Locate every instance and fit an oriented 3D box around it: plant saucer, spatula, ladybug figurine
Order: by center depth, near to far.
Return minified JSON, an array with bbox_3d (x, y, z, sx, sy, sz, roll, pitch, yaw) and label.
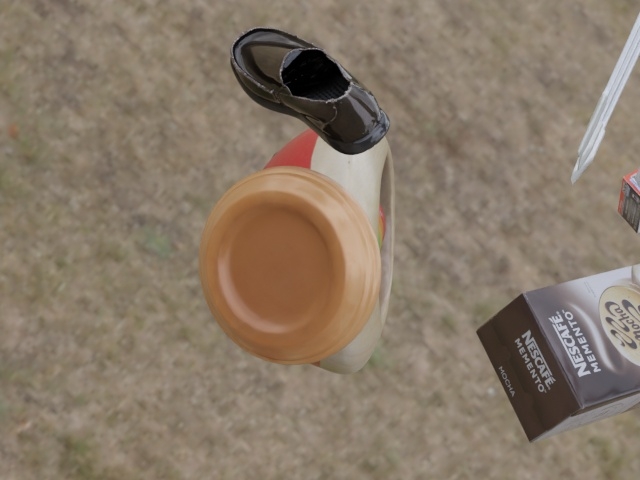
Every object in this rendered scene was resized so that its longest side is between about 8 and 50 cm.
[{"bbox_3d":[-0.038,0.026,1.394,0.200,0.200,0.037,51,22,13],"label":"plant saucer"},{"bbox_3d":[0.000,0.000,1.716,0.162,0.305,0.449,1,13,7],"label":"ladybug figurine"},{"bbox_3d":[0.379,-0.197,1.834,0.019,0.242,0.168,23,-9,16],"label":"spatula"}]

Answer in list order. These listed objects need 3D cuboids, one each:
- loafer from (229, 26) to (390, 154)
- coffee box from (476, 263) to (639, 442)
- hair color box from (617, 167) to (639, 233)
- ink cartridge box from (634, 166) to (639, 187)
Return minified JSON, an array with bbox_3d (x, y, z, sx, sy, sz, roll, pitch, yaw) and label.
[{"bbox_3d":[-0.016,-0.165,1.381,0.220,0.080,0.078,34,-20,40],"label":"loafer"},{"bbox_3d":[0.374,0.138,1.843,0.297,0.119,0.168,-12,68,-35],"label":"coffee box"},{"bbox_3d":[0.519,-0.089,2.054,0.167,0.093,0.053,-29,60,-13],"label":"hair color box"},{"bbox_3d":[0.428,-0.112,1.431,0.140,0.190,0.082,12,26,-17],"label":"ink cartridge box"}]
